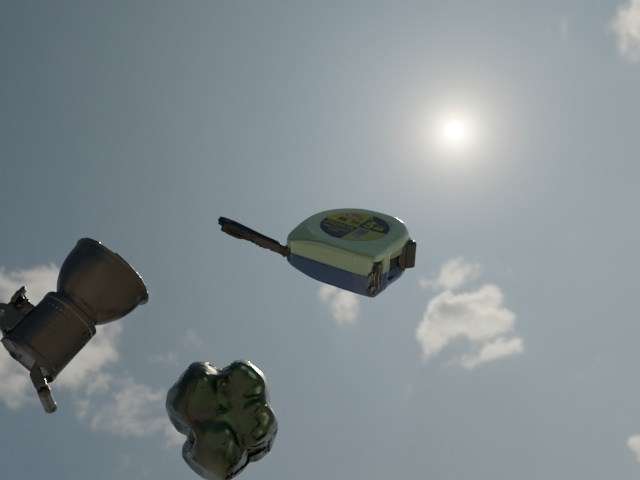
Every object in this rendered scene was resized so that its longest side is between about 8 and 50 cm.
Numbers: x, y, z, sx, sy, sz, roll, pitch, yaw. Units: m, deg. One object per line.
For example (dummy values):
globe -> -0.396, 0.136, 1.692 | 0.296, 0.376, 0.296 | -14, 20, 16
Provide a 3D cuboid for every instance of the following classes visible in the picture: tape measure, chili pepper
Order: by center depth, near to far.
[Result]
tape measure -> 0.000, 0.000, 1.371 | 0.215, 0.351, 0.098 | -29, -49, -50
chili pepper -> -0.202, 0.368, 1.559 | 0.233, 0.248, 0.257 | -27, -15, -21

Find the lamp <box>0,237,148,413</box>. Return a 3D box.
lamp -> -0.400, 0.120, 1.122 | 0.227, 0.172, 0.147 | -50, -11, -32
